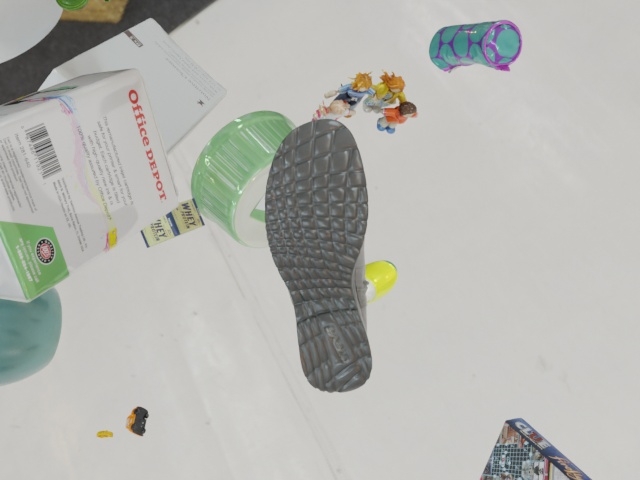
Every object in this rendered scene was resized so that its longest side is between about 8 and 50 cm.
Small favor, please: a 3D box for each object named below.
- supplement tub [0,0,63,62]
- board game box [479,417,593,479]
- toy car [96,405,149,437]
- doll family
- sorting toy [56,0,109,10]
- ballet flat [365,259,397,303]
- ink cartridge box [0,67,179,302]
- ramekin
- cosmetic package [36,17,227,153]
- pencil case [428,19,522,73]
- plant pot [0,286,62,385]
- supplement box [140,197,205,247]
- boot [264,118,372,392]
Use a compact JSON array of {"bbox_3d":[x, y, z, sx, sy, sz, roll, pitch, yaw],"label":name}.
[{"bbox_3d":[-0.562,-0.451,1.083,0.241,0.241,0.331,-33,89,4],"label":"supplement tub"},{"bbox_3d":[0.333,0.441,1.200,0.165,0.042,0.243,42,124,45],"label":"board game box"},{"bbox_3d":[-0.396,0.361,1.441,0.040,0.122,0.060,-15,71,30],"label":"toy car"},{"bbox_3d":[0.100,-0.324,1.643,0.262,0.163,0.119,-3,80,-20],"label":"doll family"},{"bbox_3d":[-0.328,-0.361,1.034,0.061,0.042,0.102,27,81,10],"label":"sorting toy"},{"bbox_3d":[0.061,0.113,1.476,0.231,0.077,0.077,-29,11,42],"label":"ballet flat"},{"bbox_3d":[-0.329,-0.081,0.918,0.117,0.202,0.278,3,28,31],"label":"ink cartridge box"},{"bbox_3d":[-0.128,-0.128,1.658,0.303,0.303,0.148,-45,56,-2],"label":"ramekin"},{"bbox_3d":[-0.340,-0.235,1.302,0.156,0.217,0.385,-41,15,26],"label":"cosmetic package"},{"bbox_3d":[0.221,-0.277,1.047,0.064,0.151,0.070,-4,102,-22],"label":"pencil case"},{"bbox_3d":[-0.681,0.170,1.503,0.293,0.235,0.293,-12,74,48],"label":"plant pot"},{"bbox_3d":[-0.276,-0.033,1.343,0.083,0.083,0.056,-20,95,32],"label":"supplement box"},{"bbox_3d":[0.000,0.000,0.919,0.118,0.223,0.338,-1,110,1],"label":"boot"}]
